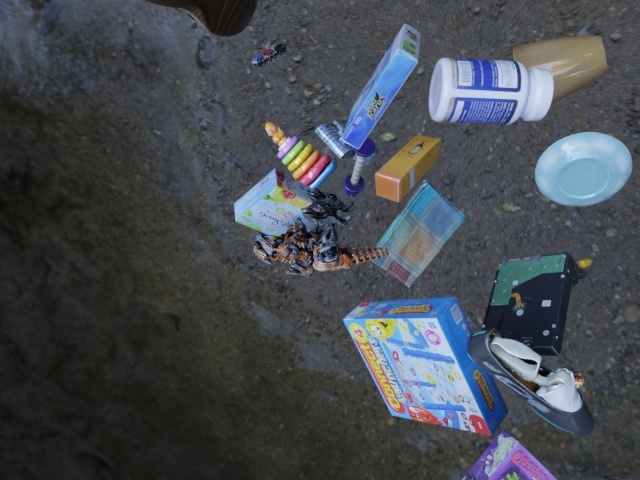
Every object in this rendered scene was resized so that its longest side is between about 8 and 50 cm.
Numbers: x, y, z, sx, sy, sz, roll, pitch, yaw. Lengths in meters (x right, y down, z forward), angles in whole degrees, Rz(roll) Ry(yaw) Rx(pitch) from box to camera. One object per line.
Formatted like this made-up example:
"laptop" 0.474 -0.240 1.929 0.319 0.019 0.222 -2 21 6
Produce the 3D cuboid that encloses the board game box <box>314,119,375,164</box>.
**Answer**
"board game box" 0.103 -0.361 1.771 0.194 0.194 0.060 47 121 12

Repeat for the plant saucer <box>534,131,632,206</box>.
"plant saucer" 0.588 -0.147 1.071 0.195 0.037 0.194 11 130 13

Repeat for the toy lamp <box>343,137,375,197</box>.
"toy lamp" 0.123 -0.233 1.606 0.080 0.080 0.274 24 155 8

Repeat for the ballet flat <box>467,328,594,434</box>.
"ballet flat" 0.417 0.270 0.926 0.281 0.095 0.096 33 141 12

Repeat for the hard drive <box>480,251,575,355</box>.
"hard drive" 0.646 0.197 1.495 0.237 0.338 0.064 -12 133 47

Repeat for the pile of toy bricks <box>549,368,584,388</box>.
"pile of toy bricks" 0.709 0.436 1.407 0.118 0.212 0.105 0 76 21

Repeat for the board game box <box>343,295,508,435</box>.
"board game box" 0.239 0.290 1.139 0.302 0.086 0.308 -14 106 52

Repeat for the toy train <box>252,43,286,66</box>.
"toy train" -0.172 -0.626 1.610 0.027 0.158 0.036 18 138 35

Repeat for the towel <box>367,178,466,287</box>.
"towel" 0.380 -0.016 1.857 0.271 0.040 0.370 34 94 -30

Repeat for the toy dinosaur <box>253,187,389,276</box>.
"toy dinosaur" 0.000 0.000 1.205 0.322 0.164 0.218 -3 121 -21

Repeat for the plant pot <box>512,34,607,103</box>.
"plant pot" 0.806 -0.581 1.602 0.255 0.237 0.237 -13 105 31

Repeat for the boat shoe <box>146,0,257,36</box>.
"boat shoe" -0.236 -0.461 0.840 0.123 0.342 0.123 43 116 11

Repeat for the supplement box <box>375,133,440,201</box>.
"supplement box" 0.243 -0.204 1.311 0.078 0.233 0.080 23 142 32

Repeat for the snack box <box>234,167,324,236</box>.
"snack box" -0.100 -0.085 1.300 0.175 0.070 0.207 -34 139 31

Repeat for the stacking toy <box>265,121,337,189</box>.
"stacking toy" -0.095 -0.328 1.791 0.302 0.175 0.166 42 108 -12

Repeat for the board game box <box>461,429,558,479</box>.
"board game box" 0.358 0.506 0.813 0.208 0.056 0.347 -46 106 -3

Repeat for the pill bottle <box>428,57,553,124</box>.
"pill bottle" 0.413 -0.363 1.173 0.265 0.153 0.153 3 111 -1

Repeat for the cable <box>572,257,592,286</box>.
"cable" 0.913 0.118 1.758 0.139 0.287 0.072 -51 54 27

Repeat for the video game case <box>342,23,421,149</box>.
"video game case" 0.160 -0.407 1.256 0.061 0.244 0.269 30 127 -8

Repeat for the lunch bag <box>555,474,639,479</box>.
"lunch bag" 0.631 0.582 1.050 0.304 0.243 0.114 -2 70 4
